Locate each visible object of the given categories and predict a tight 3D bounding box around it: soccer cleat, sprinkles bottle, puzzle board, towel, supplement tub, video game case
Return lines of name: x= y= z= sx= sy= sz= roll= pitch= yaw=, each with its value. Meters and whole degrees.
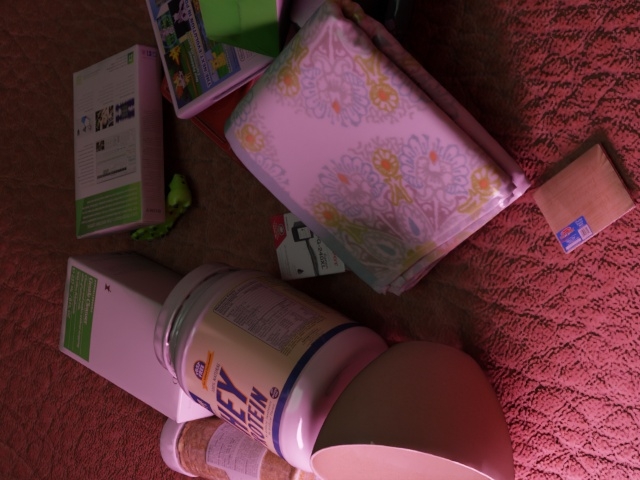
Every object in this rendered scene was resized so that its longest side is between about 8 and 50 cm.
soccer cleat: x=-0.289 y=-0.057 z=2.220 sx=0.179 sy=0.060 sz=0.072 roll=-37 pitch=54 yaw=41
sprinkles bottle: x=-0.121 y=0.368 z=2.072 sx=0.355 sy=0.121 sz=0.121 roll=6 pitch=101 yaw=45
puzzle board: x=0.345 y=-0.054 z=1.602 sx=0.128 sy=0.011 sz=0.096 roll=-41 pitch=69 yaw=42
towel: x=0.070 y=-0.121 z=1.716 sx=0.374 sy=0.090 sz=0.320 roll=44 pitch=135 yaw=-4
supplement tub: x=-0.077 y=0.186 z=1.895 sx=0.324 sy=0.235 sz=0.235 roll=27 pitch=116 yaw=33
video game case: x=-0.168 y=-0.406 z=1.982 sx=0.300 sy=0.036 sz=0.329 roll=-25 pitch=75 yaw=38

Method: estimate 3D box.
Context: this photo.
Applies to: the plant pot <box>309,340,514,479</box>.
plant pot: x=0.142 y=0.253 z=1.712 sx=0.284 sy=0.284 sz=0.191 roll=-17 pitch=50 yaw=46

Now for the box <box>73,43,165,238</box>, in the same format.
box: x=-0.371 y=-0.174 z=2.232 sx=0.232 sy=0.058 sz=0.322 roll=-10 pitch=78 yaw=48

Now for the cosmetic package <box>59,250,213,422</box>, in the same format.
cosmetic package: x=-0.299 y=0.163 z=2.194 sx=0.365 sy=0.155 sz=0.197 roll=21 pitch=109 yaw=43

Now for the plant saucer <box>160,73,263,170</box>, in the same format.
plant saucer: x=-0.171 y=-0.289 z=2.058 sx=0.259 sy=0.047 sz=0.258 roll=43 pitch=125 yaw=33

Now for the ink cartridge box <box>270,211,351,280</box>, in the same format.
ink cartridge box: x=0.000 y=0.000 z=1.923 sx=0.150 sy=0.063 sz=0.109 roll=-11 pitch=90 yaw=46

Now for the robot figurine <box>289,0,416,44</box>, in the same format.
robot figurine: x=0.058 y=-0.369 z=1.725 sx=0.209 sy=0.173 sz=0.278 roll=23 pitch=116 yaw=14

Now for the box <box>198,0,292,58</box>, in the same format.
box: x=-0.085 y=-0.420 z=1.737 sx=0.126 sy=0.262 sz=0.231 roll=17 pitch=78 yaw=3
